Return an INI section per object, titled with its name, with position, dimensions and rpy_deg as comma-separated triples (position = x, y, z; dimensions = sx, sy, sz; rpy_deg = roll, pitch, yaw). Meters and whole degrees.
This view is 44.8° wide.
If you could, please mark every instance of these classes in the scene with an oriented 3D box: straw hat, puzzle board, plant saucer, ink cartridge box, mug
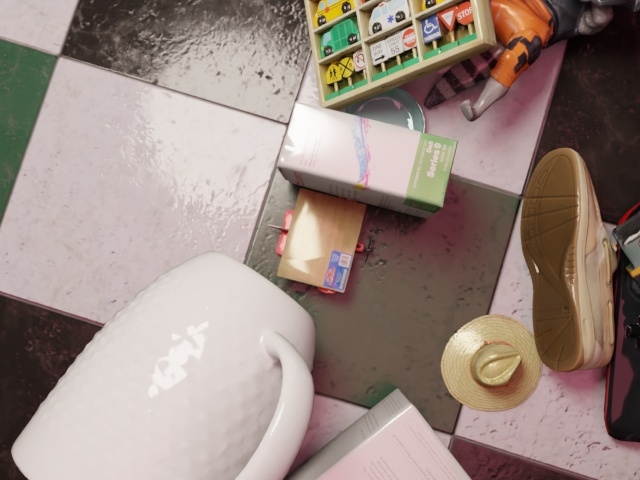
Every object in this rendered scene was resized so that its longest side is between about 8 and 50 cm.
[straw hat]
position = 0.242, 0.172, 1.065
dimensions = 0.144, 0.061, 0.145
rpy_deg = 0, 84, 1
[puzzle board]
position = 0.002, 0.000, 1.077
dimensions = 0.096, 0.011, 0.128
rpy_deg = 14, 81, 1
[plant saucer]
position = 0.090, -0.164, 1.115
dimensions = 0.119, 0.021, 0.119
rpy_deg = 0, 86, 0
[ink cartridge box]
position = 0.059, -0.102, 1.022
dimensions = 0.212, 0.154, 0.093
rpy_deg = 13, 87, 3
[mug]
position = -0.138, 0.197, 0.919
dimensions = 0.276, 0.374, 0.328
rpy_deg = 42, 75, -28

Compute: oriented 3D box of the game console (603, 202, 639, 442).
[game console]
position = 0.593, 0.119, 1.070
dimensions = 0.386, 0.060, 0.342
rpy_deg = 5, 85, 1

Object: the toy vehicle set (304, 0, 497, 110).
[toy vehicle set]
position = 0.096, -0.291, 1.023
dimensions = 0.266, 0.035, 0.166
rpy_deg = -15, 82, 41

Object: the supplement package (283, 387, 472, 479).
[supplement package]
position = 0.046, 0.354, 0.992
dimensions = 0.293, 0.175, 0.177
rpy_deg = -37, 87, -3

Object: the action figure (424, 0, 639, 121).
[action figure]
position = 0.265, -0.339, 1.094
dimensions = 0.330, 0.179, 0.341
rpy_deg = -28, 56, -8

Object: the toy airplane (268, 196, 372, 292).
[toy airplane]
position = 0.000, 0.000, 1.097
dimensions = 0.151, 0.028, 0.151
rpy_deg = 0, 79, -1

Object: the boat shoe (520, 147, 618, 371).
[boat shoe]
position = 0.350, 0.026, 1.064
dimensions = 0.098, 0.109, 0.303
rpy_deg = 2, 81, -30

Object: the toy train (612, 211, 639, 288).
[toy train]
position = 0.532, -0.008, 0.960
dimensions = 0.334, 0.142, 0.190
rpy_deg = -35, 83, 18
